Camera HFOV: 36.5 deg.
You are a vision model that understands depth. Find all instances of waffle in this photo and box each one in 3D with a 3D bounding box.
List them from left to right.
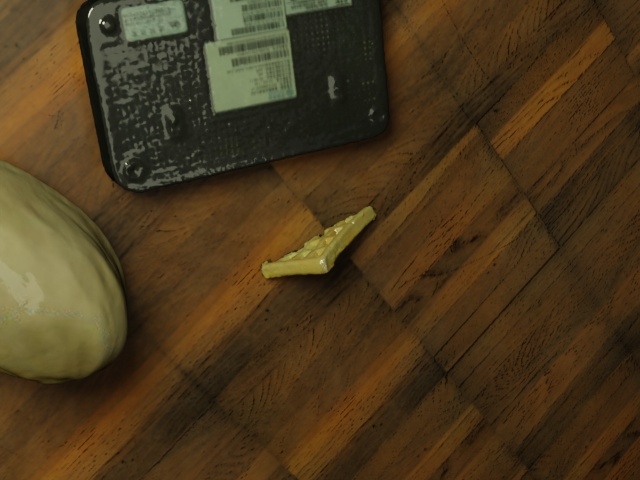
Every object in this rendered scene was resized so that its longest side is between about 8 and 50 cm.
[{"bbox_3d":[0.000,0.000,1.219,0.153,0.097,0.023,-47,124,-47],"label":"waffle"}]

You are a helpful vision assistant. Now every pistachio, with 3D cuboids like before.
[{"bbox_3d":[-0.301,0.027,0.983,0.288,0.166,0.197,55,52,-24],"label":"pistachio"}]

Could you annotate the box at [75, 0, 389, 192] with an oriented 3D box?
[{"bbox_3d":[-0.087,-0.190,1.097,0.350,0.058,0.211,-16,110,-24],"label":"box"}]
